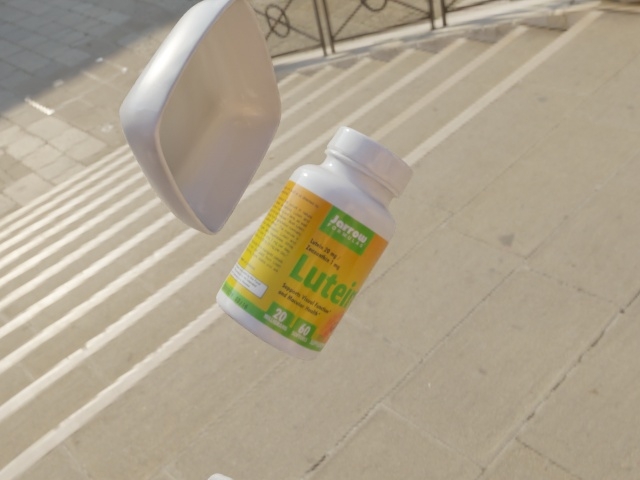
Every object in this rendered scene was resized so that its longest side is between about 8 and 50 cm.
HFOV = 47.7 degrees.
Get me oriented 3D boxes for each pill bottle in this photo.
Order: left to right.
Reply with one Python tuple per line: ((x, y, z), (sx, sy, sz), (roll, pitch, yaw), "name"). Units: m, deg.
((0.000, 0.000, 0.826), (0.136, 0.136, 0.246), (33, 91, 42), "pill bottle")

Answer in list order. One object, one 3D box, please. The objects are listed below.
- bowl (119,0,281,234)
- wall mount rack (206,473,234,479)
((-0.088, -0.091, 0.524), (0.053, 0.142, 0.142), (15, 62, 18), "bowl")
((-0.087, 0.380, 0.581), (0.304, 0.350, 0.130), (-54, 8, -24), "wall mount rack")
